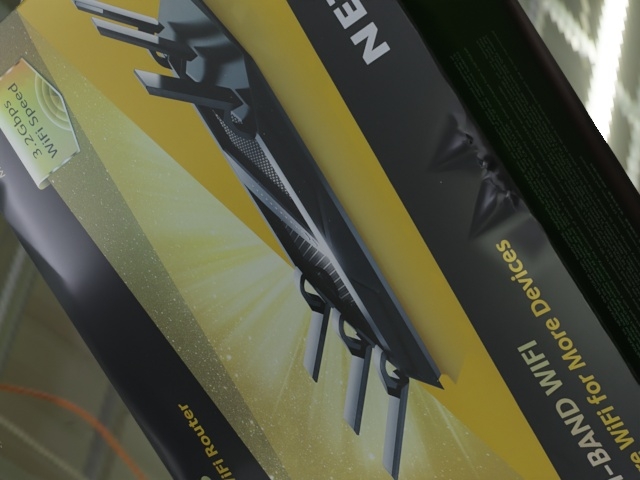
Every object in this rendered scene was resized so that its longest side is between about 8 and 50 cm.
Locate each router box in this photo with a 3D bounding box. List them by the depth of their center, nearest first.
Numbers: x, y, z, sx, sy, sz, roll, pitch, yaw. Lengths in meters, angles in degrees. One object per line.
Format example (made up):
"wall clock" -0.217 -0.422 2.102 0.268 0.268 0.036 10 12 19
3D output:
"router box" 0.000 0.000 0.615 0.309 0.243 0.081 57 -140 -2

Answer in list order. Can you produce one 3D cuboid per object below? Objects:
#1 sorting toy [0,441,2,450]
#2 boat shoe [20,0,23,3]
"sorting toy" -0.175 0.133 0.647 0.274 0.046 0.132 -5 -109 -67
"boat shoe" -0.102 -0.187 0.779 0.075 0.083 0.226 14 -114 -6
